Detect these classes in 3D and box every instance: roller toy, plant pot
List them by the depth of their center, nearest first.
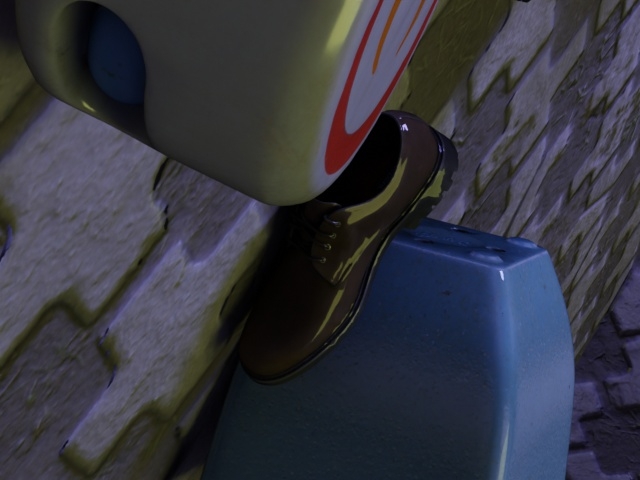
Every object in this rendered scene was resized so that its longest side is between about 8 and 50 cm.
[{"bbox_3d":[-0.029,-0.127,0.608,0.209,0.146,0.191,-66,172,21],"label":"roller toy"},{"bbox_3d":[0.073,0.112,1.203,0.248,0.247,0.252,-14,116,-67],"label":"plant pot"}]

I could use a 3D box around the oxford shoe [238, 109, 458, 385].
[{"bbox_3d":[0.000,0.000,1.075,0.227,0.083,0.096,-58,144,2],"label":"oxford shoe"}]

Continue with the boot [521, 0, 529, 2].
[{"bbox_3d":[0.260,-0.239,1.168,0.236,0.178,0.085,-48,161,-32],"label":"boot"}]
